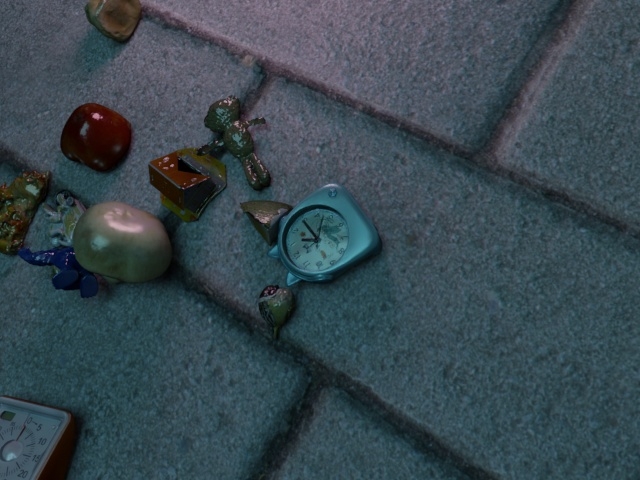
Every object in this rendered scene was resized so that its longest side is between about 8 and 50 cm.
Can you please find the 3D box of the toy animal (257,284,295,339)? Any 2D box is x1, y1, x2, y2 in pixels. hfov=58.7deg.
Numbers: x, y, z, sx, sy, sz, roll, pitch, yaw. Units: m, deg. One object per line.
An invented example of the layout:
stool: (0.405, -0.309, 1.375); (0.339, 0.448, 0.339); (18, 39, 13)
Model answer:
toy animal: (-0.121, 0.178, 1.450); (0.098, 0.098, 0.137); (29, 104, 21)

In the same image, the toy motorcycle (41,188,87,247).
toy motorcycle: (-0.755, -0.048, 1.702); (0.151, 0.074, 0.229); (-46, 70, 2)

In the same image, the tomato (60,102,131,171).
tomato: (-0.703, -0.332, 1.738); (0.233, 0.139, 0.200); (17, 72, 20)

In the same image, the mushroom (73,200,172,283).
mushroom: (-0.544, 0.028, 1.550); (0.260, 0.254, 0.234); (46, 126, 27)

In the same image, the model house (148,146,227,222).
model house: (-0.401, -0.189, 1.612); (0.219, 0.136, 0.207); (38, 88, 22)

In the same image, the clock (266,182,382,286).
clock: (0.000, 0.000, 1.469); (0.274, 0.094, 0.223); (-35, 67, 5)

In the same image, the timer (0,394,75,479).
timer: (-0.785, 0.548, 1.482); (0.257, 0.161, 0.250); (6, 67, 17)

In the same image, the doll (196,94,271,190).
doll: (-0.225, -0.284, 1.626); (0.286, 0.091, 0.202); (33, 94, 20)

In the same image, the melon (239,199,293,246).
melon: (-0.137, -0.063, 1.541); (0.140, 0.093, 0.202); (-22, 35, -20)

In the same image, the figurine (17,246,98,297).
figurine: (-0.716, 0.070, 1.609); (0.262, 0.164, 0.120); (25, 75, 34)

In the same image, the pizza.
pizza: (-0.957, -0.082, 1.769); (0.288, 0.074, 0.251); (-26, 71, 8)

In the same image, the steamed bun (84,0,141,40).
steamed bun: (-0.700, -0.753, 1.880); (0.155, 0.141, 0.172); (21, 77, 34)
